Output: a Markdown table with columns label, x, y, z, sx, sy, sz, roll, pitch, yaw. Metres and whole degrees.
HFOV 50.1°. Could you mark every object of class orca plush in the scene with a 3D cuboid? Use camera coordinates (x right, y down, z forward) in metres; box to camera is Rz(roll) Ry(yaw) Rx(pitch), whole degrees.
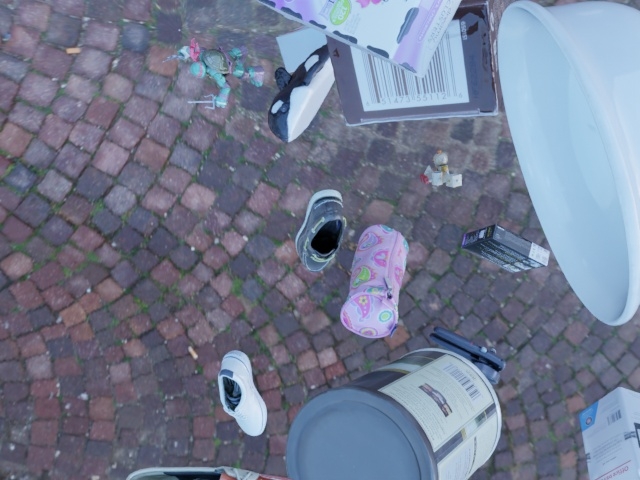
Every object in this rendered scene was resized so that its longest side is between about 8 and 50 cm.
| label | x | y | z | sx | sy | sz | roll | pitch | yaw |
| --- | --- | --- | --- | --- | --- | --- | --- | --- | --- |
| orca plush | -0.033 | -0.308 | 1.240 | 0.102 | 0.151 | 0.287 | 26 | 80 | 9 |

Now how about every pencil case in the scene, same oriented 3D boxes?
| label | x | y | z | sx | sy | sz | roll | pitch | yaw |
| --- | --- | --- | --- | --- | --- | --- | --- | --- | --- |
| pencil case | 0.121 | 0.082 | 1.449 | 0.124 | 0.284 | 0.124 | 5 | 122 | 9 |

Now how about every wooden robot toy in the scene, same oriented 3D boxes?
| label | x | y | z | sx | sy | sz | roll | pitch | yaw |
| --- | --- | --- | --- | --- | --- | --- | --- | --- | --- |
| wooden robot toy | 0.289 | -0.181 | 1.686 | 0.076 | 0.173 | 0.078 | -8 | 107 | -9 |

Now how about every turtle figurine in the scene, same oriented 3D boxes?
| label | x | y | z | sx | sy | sz | roll | pitch | yaw |
| --- | --- | --- | --- | --- | --- | --- | --- | --- | --- |
| turtle figurine | -0.252 | -0.412 | 1.658 | 0.234 | 0.118 | 0.175 | -23 | 88 | -44 |

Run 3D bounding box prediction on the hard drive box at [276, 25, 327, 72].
| label | x | y | z | sx | sy | sz | roll | pitch | yaw |
| --- | --- | --- | --- | --- | --- | --- | --- | --- | --- |
| hard drive box | 0.041 | -0.484 | 1.628 | 0.232 | 0.181 | 0.089 | -9 | 111 | 24 |

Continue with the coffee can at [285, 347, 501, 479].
| label | x | y | z | sx | sy | sz | roll | pitch | yaw |
| --- | --- | --- | --- | --- | --- | --- | --- | --- | --- |
| coffee can | 0.111 | 0.270 | 0.936 | 0.202 | 0.275 | 0.201 | 1 | 93 | 31 |

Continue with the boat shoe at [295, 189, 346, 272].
| label | x | y | z | sx | sy | sz | roll | pitch | yaw |
| --- | --- | --- | --- | --- | --- | --- | --- | --- | --- |
| boat shoe | 0.000 | 0.000 | 1.334 | 0.081 | 0.068 | 0.227 | -4 | 143 | -12 |

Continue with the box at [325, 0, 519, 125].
| label | x | y | z | sx | sy | sz | roll | pitch | yaw |
| --- | --- | --- | --- | --- | --- | --- | --- | --- | --- |
| box | 0.153 | -0.298 | 0.912 | 0.191 | 0.381 | 0.143 | 0 | 126 | 22 |

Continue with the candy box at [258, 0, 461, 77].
| label | x | y | z | sx | sy | sz | roll | pitch | yaw |
| --- | --- | --- | --- | --- | --- | --- | --- | --- | --- |
| candy box | 0.049 | -0.275 | 0.667 | 0.070 | 0.196 | 0.164 | 8 | 112 | -55 |

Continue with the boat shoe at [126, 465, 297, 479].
| label | x | y | z | sx | sy | sz | roll | pitch | yaw |
| --- | --- | --- | --- | --- | --- | --- | --- | --- | --- |
| boat shoe | -0.065 | 0.174 | 0.461 | 0.137 | 0.049 | 0.043 | -5 | 118 | 16 |

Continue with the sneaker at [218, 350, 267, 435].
| label | x | y | z | sx | sy | sz | roll | pitch | yaw |
| --- | --- | --- | --- | --- | --- | --- | --- | --- | --- |
| sneaker | -0.202 | 0.393 | 1.678 | 0.094 | 0.091 | 0.258 | 0 | 121 | 24 |

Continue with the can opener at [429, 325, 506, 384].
| label | x | y | z | sx | sy | sz | roll | pitch | yaw |
| --- | --- | --- | --- | --- | --- | --- | --- | --- | --- |
| can opener | 0.336 | 0.250 | 1.556 | 0.186 | 0.073 | 0.059 | 34 | 124 | 5 |

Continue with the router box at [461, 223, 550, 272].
| label | x | y | z | sx | sy | sz | roll | pitch | yaw |
| --- | --- | --- | --- | --- | --- | --- | --- | --- | --- |
| router box | 0.475 | 0.023 | 1.764 | 0.179 | 0.133 | 0.046 | 25 | 70 | -19 |

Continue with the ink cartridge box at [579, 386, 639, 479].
| label | x | y | z | sx | sy | sz | roll | pitch | yaw |
| --- | --- | --- | --- | --- | --- | --- | --- | --- | --- |
| ink cartridge box | 0.469 | 0.333 | 1.058 | 0.060 | 0.180 | 0.104 | 20 | 136 | -12 |

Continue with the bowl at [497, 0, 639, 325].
| label | x | y | z | sx | sy | sz | roll | pitch | yaw |
| --- | --- | --- | --- | --- | --- | --- | --- | --- | --- |
| bowl | 0.268 | -0.084 | 0.601 | 0.134 | 0.298 | 0.297 | -17 | 110 | 6 |
